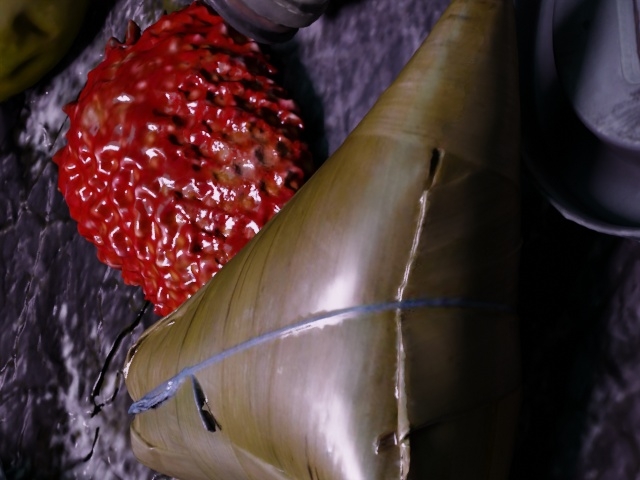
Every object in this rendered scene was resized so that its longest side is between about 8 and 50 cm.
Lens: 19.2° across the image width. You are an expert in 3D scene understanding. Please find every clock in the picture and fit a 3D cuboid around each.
[{"bbox_3d":[0.164,-0.104,0.771,0.226,0.049,0.226,-24,57,44],"label":"clock"}]

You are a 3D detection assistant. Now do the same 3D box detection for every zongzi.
[{"bbox_3d":[0.000,0.000,0.847,0.228,0.115,0.256,5,92,53],"label":"zongzi"}]

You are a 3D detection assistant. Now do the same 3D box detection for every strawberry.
[{"bbox_3d":[-0.072,-0.045,1.003,0.208,0.087,0.167,35,101,50],"label":"strawberry"}]

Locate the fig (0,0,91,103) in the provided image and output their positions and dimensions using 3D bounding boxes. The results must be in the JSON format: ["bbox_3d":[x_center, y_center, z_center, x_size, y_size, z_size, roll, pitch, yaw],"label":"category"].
[{"bbox_3d":[-0.281,-0.181,1.164,0.233,0.314,0.233,22,119,47],"label":"fig"}]

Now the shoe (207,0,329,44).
[{"bbox_3d":[-0.003,-0.256,1.004,0.149,0.109,0.293,-28,56,36],"label":"shoe"}]

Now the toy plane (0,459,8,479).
[{"bbox_3d":[-0.247,0.154,1.117,0.223,0.104,0.326,-45,39,27],"label":"toy plane"}]
